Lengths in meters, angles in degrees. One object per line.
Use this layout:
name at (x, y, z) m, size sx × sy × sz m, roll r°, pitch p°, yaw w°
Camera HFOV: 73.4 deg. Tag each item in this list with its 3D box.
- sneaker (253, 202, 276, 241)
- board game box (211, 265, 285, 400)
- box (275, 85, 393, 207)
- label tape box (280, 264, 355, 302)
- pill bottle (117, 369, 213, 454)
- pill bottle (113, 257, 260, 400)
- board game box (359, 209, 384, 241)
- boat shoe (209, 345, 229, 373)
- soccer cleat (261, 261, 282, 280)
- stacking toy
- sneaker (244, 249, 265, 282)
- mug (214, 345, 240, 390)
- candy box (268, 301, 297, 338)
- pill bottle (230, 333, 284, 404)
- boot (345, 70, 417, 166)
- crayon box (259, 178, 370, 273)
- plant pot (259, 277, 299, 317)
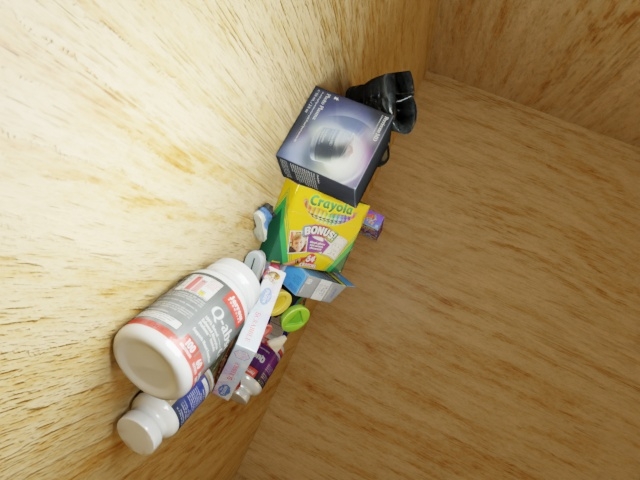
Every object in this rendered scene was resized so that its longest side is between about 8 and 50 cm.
sneaker at (-0.190, -0.066, 1.494) m, size 0.084 × 0.058 × 0.152 m, roll -47°, pitch 155°, yaw -33°
board game box at (-0.229, 0.295, 1.376) m, size 0.319 × 0.066 × 0.318 m, roll -73°, pitch -170°, yaw -50°
box at (0.054, -0.318, 1.465) m, size 0.296 × 0.294 × 0.183 m, roll -63°, pitch 169°, yaw -13°
label tape box at (-0.040, 0.160, 1.854) m, size 0.333 × 0.240 × 0.106 m, roll 21°, pitch 102°, yaw -48°
pill bottle at (-0.441, 0.468, 1.241) m, size 0.265 × 0.153 × 0.153 m, roll -48°, pitch 160°, yaw -59°
pill bottle at (-0.315, 0.202, 1.093) m, size 0.363 × 0.210 × 0.210 m, roll -50°, pitch 162°, yaw -54°
board game box at (0.152, -0.129, 2.217) m, size 0.078 × 0.347 × 0.233 m, roll -62°, pitch 169°, yaw -10°
boat shoe at (-0.377, 0.394, 1.492) m, size 0.302 × 0.113 × 0.103 m, roll -60°, pitch 163°, yaw -29°
soccer cleat at (-0.198, 0.132, 1.671) m, size 0.095 × 0.083 × 0.248 m, roll -54°, pitch -159°, yaw 23°
stacking toy at (-0.214, 0.312, 1.774) m, size 0.309 × 0.130 × 0.279 m, roll -48°, pitch 138°, yaw 7°
sneaker at (-0.257, 0.153, 1.575) m, size 0.258 × 0.094 × 0.091 m, roll -65°, pitch 172°, yaw 12°
mug at (-0.392, 0.534, 1.843) m, size 0.113 × 0.150 × 0.169 m, roll -3°, pitch 120°, yaw -36°
candy box at (-0.177, 0.372, 2.380) m, size 0.268 × 0.122 × 0.317 m, roll -51°, pitch 164°, yaw -53°
pill bottle at (-0.321, 0.611, 2.067) m, size 0.323 × 0.181 × 0.181 m, roll -57°, pitch 167°, yaw -38°
boot at (0.252, -0.445, 1.659) m, size 0.146 × 0.367 × 0.445 m, roll -28°, pitch -161°, yaw -10°
crayon box at (-0.019, -0.048, 1.693) m, size 0.363 × 0.106 × 0.313 m, roll 11°, pitch 109°, yaw -38°
plant pot at (-0.183, 0.229, 1.912) m, size 0.167 × 0.187 × 0.188 m, roll -54°, pitch 173°, yaw 15°
